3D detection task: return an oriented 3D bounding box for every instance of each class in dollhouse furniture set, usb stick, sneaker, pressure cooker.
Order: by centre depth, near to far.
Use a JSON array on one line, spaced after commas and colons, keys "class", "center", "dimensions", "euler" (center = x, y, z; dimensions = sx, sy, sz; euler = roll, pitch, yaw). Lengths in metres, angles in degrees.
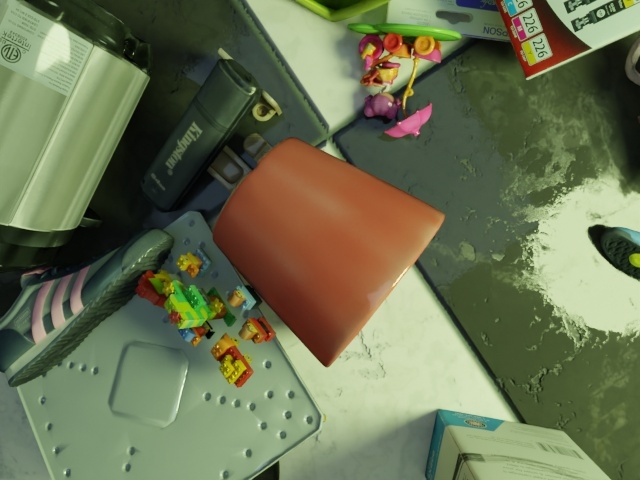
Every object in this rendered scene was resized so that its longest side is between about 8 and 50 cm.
[{"class": "pressure cooker", "center": [-0.464, -0.155, 0.750], "dimensions": [0.370, 0.375, 0.420], "euler": [26, 94, -5]}, {"class": "sneaker", "center": [-0.364, 0.067, 0.848], "dimensions": [0.319, 0.112, 0.131], "euler": [-41, 81, 0]}, {"class": "usb stick", "center": [-0.182, -0.145, 0.853], "dimensions": [0.077, 0.045, 0.278], "euler": [44, 125, -3]}, {"class": "dollhouse furniture set", "center": [-0.136, -0.169, 0.872], "dimensions": [0.144, 0.123, 0.151], "euler": [43, 94, -4]}, {"class": "sneaker", "center": [0.548, 0.026, 0.929], "dimensions": [0.209, 0.069, 0.082], "euler": [29, 62, 6]}]

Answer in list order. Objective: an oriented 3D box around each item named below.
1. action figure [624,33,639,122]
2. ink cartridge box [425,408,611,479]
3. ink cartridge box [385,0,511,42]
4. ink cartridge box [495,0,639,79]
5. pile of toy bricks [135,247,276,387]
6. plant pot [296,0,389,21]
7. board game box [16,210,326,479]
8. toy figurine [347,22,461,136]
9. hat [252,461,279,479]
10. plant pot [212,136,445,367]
[{"class": "action figure", "center": [0.672, -0.199, 0.866], "dimensions": [0.370, 0.248, 0.275], "euler": [-18, 68, 3]}, {"class": "ink cartridge box", "center": [0.292, 0.374, 0.831], "dimensions": [0.223, 0.307, 0.129], "euler": [11, 95, -1]}, {"class": "ink cartridge box", "center": [0.209, -0.414, 0.888], "dimensions": [0.206, 0.045, 0.208], "euler": [8, 94, -1]}, {"class": "ink cartridge box", "center": [0.347, -0.411, 0.743], "dimensions": [0.272, 0.130, 0.309], "euler": [-21, 97, 34]}, {"class": "pile of toy bricks", "center": [-0.166, 0.093, 0.780], "dimensions": [0.212, 0.105, 0.118], "euler": [48, 112, 24]}, {"class": "plant pot", "center": [0.012, -0.455, 0.774], "dimensions": [0.227, 0.228, 0.207], "euler": [22, 88, -27]}, {"class": "board game box", "center": [-0.244, 0.213, 0.867], "dimensions": [0.390, 0.050, 0.390], "euler": [-36, 68, 3]}, {"class": "toy figurine", "center": [0.112, -0.238, 0.883], "dimensions": [0.173, 0.130, 0.159], "euler": [13, 106, 20]}, {"class": "hat", "center": [-0.217, 0.376, 0.921], "dimensions": [0.332, 0.134, 0.331], "euler": [0, 95, -1]}, {"class": "plant pot", "center": [0.000, 0.000, 0.832], "dimensions": [0.243, 0.275, 0.275], "euler": [38, 94, 6]}]
